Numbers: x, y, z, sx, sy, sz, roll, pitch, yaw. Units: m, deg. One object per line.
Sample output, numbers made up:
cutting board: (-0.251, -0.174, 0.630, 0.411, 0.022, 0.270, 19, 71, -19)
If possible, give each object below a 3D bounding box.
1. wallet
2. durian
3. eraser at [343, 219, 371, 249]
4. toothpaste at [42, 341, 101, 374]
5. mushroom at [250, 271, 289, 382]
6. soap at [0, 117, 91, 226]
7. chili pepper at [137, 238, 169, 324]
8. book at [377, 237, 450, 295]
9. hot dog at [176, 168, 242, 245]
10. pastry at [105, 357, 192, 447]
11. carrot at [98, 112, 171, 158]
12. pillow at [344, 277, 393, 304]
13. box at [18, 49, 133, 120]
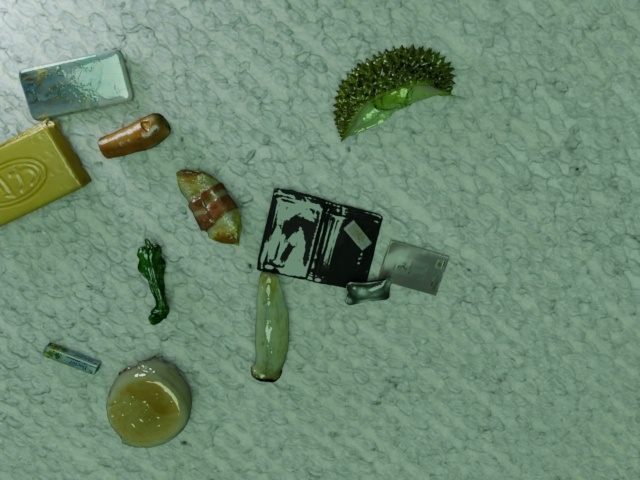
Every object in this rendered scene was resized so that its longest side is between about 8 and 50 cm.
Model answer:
wallet: (0.000, 0.000, 1.905, 0.323, 0.041, 0.247, 12, 102, -10)
durian: (0.191, -0.408, 1.800, 0.356, 0.157, 0.169, -19, 138, 5)
eraser: (0.104, -0.014, 1.884, 0.038, 0.019, 0.083, -40, 108, 2)
toothpaste: (-0.731, 0.347, 1.982, 0.164, 0.046, 0.034, 22, 98, -5)
mushroom: (-0.139, 0.251, 1.935, 0.087, 0.107, 0.333, 15, 105, 40)
soap: (-0.819, -0.170, 1.829, 0.324, 0.096, 0.204, -25, 108, 6)
chili pepper: (-0.468, 0.112, 1.901, 0.074, 0.100, 0.257, -7, 105, 7)
book: (0.267, 0.078, 1.939, 0.182, 0.014, 0.127, 16, 102, -4)
hot dog: (-0.294, -0.093, 1.861, 0.123, 0.093, 0.261, -30, 86, 15)
pastry: (-0.499, 0.474, 1.966, 0.265, 0.133, 0.264, 0, 102, 1)
carrot: (-0.499, -0.276, 1.823, 0.193, 0.087, 0.087, -25, 102, 7)
pillow: (0.137, 0.146, 1.924, 0.136, 0.055, 0.091, -3, 110, -6)
box: (-0.654, -0.416, 1.811, 0.285, 0.044, 0.142, -11, 107, 3)
